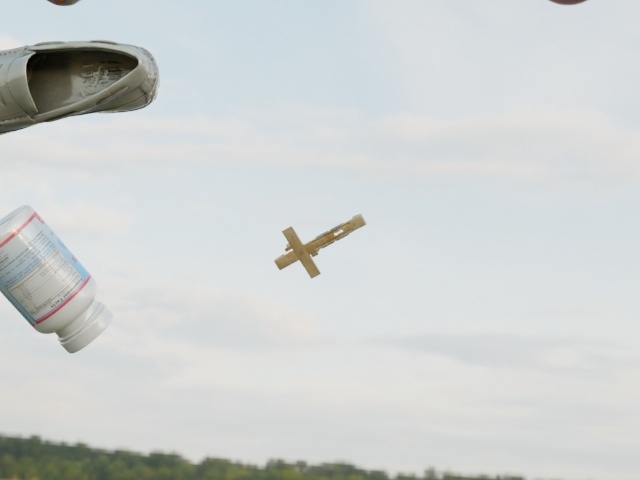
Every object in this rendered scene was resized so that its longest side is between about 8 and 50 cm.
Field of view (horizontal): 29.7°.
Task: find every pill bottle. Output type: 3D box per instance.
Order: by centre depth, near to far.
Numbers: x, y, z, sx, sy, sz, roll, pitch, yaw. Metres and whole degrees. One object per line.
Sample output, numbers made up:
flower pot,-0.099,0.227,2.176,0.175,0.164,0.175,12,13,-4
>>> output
pill bottle,-0.306,0.045,1.336,0.160,0.087,0.087,52,-32,-16

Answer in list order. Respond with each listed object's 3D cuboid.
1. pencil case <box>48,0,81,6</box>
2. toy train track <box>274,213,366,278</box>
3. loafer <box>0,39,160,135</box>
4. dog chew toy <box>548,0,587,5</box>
pencil case,-0.301,-0.444,1.760,0.284,0.124,0.124,-20,-24,31
toy train track,0.000,0.000,0.994,0.083,0.048,0.014,-28,15,14
loafer,-0.358,-0.193,1.474,0.319,0.112,0.111,-10,-8,0
dog chew toy,0.237,-0.417,1.509,0.332,0.207,0.206,37,-14,1
